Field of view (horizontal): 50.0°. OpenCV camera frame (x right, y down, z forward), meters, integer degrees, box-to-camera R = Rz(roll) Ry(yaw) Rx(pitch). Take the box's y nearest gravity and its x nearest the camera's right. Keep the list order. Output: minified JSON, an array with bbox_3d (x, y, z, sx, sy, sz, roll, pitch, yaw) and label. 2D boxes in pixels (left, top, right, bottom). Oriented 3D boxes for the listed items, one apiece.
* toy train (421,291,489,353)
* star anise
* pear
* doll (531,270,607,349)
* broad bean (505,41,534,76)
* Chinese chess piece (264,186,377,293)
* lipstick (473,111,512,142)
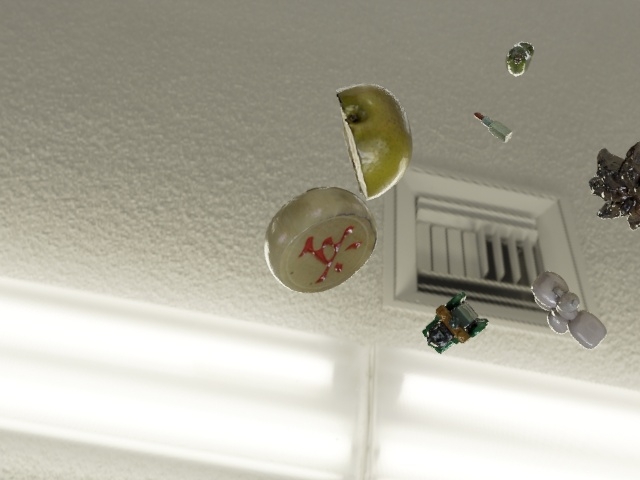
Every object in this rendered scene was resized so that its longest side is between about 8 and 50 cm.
[{"bbox_3d":[0.276,0.182,1.451,0.091,0.136,0.227,51,-167,12],"label":"toy train"},{"bbox_3d":[0.711,-0.101,1.550,0.223,0.236,0.109,26,-117,23],"label":"star anise"},{"bbox_3d":[0.174,-0.302,2.035,0.191,0.386,0.341,-15,-104,3],"label":"pear"},{"bbox_3d":[0.439,0.121,1.243,0.059,0.161,0.160,-44,-76,-2],"label":"doll"},{"bbox_3d":[0.410,-0.375,1.418,0.048,0.071,0.213,11,-164,20],"label":"broad bean"},{"bbox_3d":[0.000,0.000,1.472,0.249,0.250,0.103,-11,-133,-24],"label":"Chinese chess piece"},{"bbox_3d":[0.489,-0.332,1.968,0.030,0.030,0.129,-38,-117,-16],"label":"lipstick"}]
